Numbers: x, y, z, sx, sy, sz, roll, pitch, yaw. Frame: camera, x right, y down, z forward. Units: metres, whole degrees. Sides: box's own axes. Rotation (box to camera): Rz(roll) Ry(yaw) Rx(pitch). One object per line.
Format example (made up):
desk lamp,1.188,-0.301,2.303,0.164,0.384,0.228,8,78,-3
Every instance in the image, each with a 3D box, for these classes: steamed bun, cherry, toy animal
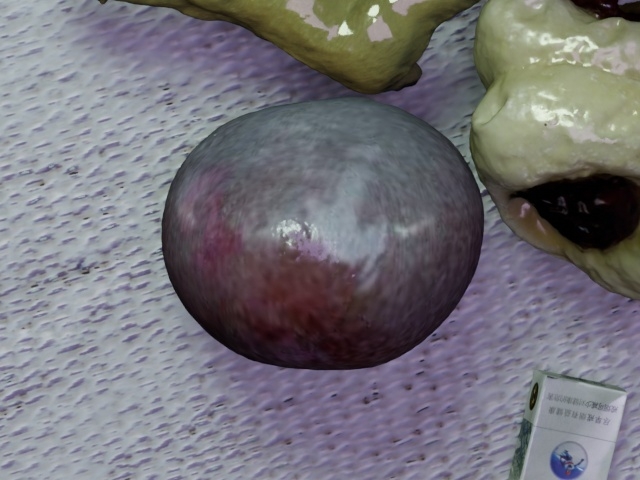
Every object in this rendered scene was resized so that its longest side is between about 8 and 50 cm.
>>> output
steamed bun,0.143,-0.065,0.807,0.155,0.140,0.172,18,78,-35
cherry,0.004,0.001,0.802,0.176,0.176,0.140,-8,116,-9
toy animal,-0.027,-0.139,0.805,0.218,0.103,0.101,23,81,-12

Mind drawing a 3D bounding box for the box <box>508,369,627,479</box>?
box,0.143,0.122,0.911,0.054,0.024,0.083,12,93,-13
